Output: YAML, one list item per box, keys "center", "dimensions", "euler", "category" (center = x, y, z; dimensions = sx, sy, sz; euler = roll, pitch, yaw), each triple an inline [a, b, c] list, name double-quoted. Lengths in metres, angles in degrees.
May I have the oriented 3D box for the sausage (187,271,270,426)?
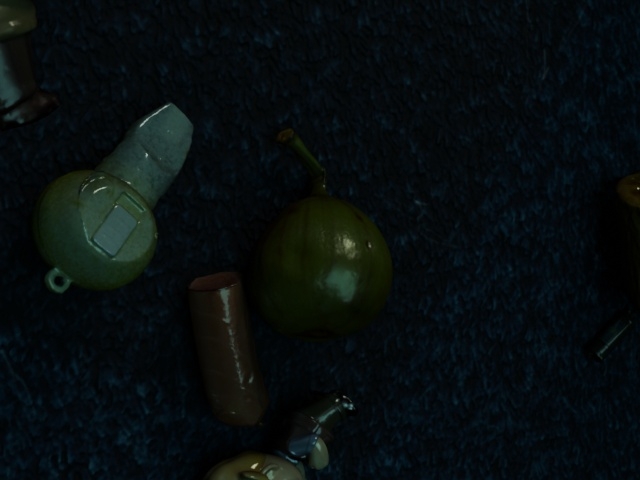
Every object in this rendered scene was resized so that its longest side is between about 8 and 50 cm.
- center: [-0.092, 0.119, 1.233]
  dimensions: [0.065, 0.065, 0.169]
  euler: [-15, 106, -22]
  category: "sausage"

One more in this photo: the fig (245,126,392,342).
- center: [-0.007, 0.012, 1.229]
  dimensions: [0.148, 0.186, 0.142]
  euler: [20, 134, -24]
  category: "fig"

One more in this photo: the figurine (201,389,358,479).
- center: [-0.040, 0.240, 1.260]
  dimensions: [0.196, 0.114, 0.108]
  euler: [-41, 100, -26]
  category: "figurine"

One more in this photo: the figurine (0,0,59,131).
- center: [-0.295, -0.281, 0.989]
  dimensions: [0.206, 0.218, 0.365]
  euler: [-35, 118, -18]
  category: "figurine"

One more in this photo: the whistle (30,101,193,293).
- center: [-0.196, -0.039, 1.145]
  dimensions: [0.123, 0.123, 0.223]
  euler: [45, 58, -25]
  category: "whistle"

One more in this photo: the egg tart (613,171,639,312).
- center: [0.436, 0.009, 1.401]
  dimensions: [0.203, 0.202, 0.147]
  euler: [-11, 117, -23]
  category: "egg tart"

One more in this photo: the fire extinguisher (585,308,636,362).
- center: [0.357, 0.112, 1.461]
  dimensions: [0.083, 0.025, 0.038]
  euler: [-45, 152, -12]
  category: "fire extinguisher"
